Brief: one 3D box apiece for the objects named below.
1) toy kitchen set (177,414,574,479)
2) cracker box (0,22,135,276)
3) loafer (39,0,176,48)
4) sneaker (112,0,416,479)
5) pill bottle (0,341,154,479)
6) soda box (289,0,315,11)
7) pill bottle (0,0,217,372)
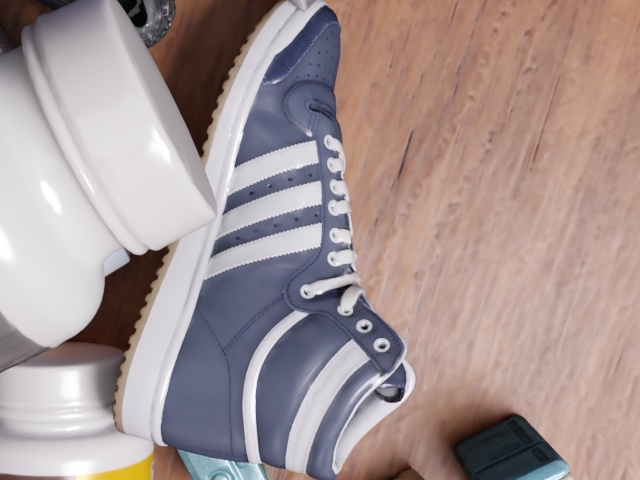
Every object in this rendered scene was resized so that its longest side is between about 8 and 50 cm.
[{"bbox_3d":[0.028,0.130,0.792,0.207,0.122,0.166,-26,98,-1],"label":"toy kitchen set"},{"bbox_3d":[-0.236,-0.049,0.779,0.155,0.067,0.232,-30,97,1],"label":"cracker box"},{"bbox_3d":[-0.178,-0.195,0.761,0.223,0.078,0.076,40,92,-8],"label":"loafer"},{"bbox_3d":[0.000,0.000,0.749,0.153,0.099,0.282,17,78,14],"label":"sneaker"},{"bbox_3d":[-0.160,0.174,0.785,0.117,0.117,0.215,1,96,-5],"label":"pill bottle"},{"bbox_3d":[0.039,-0.264,0.735,0.083,0.092,0.263,38,82,18],"label":"soda box"},{"bbox_3d":[-0.222,-0.001,0.662,0.318,0.176,0.176,-26,98,2],"label":"pill bottle"}]
